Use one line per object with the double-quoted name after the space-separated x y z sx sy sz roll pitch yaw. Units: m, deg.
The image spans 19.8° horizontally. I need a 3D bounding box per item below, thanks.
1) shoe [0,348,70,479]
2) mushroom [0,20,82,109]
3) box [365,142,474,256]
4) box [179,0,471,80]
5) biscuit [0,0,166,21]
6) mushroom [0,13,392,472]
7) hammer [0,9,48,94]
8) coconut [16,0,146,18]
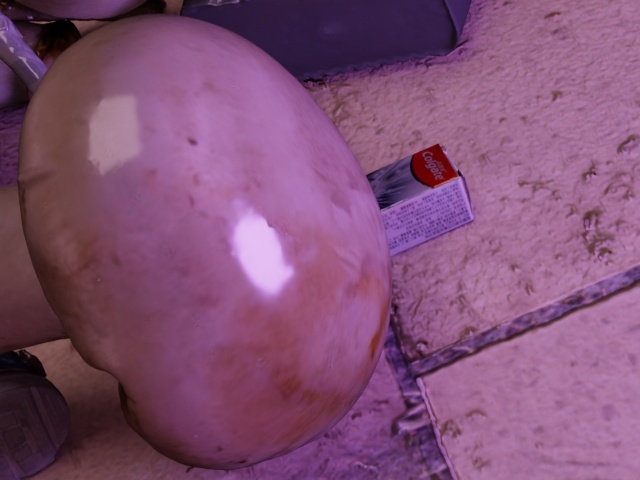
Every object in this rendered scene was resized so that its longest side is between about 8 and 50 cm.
-0.287 0.122 1.248 0.227 0.099 0.125 -20 43 -3 "shoe"
-0.359 -0.137 1.638 0.312 0.081 0.100 -12 19 15 "mushroom"
0.000 0.000 1.297 0.218 0.039 0.055 -24 34 -1 "box"
0.022 -0.227 1.509 0.274 0.138 0.178 -9 44 23 "box"
-0.253 -0.212 1.626 0.231 0.025 0.131 -1 15 -5 "biscuit"
-0.113 0.019 1.149 0.290 0.292 0.292 -23 34 22 "mushroom"
-0.233 -0.145 1.426 0.427 0.152 0.044 47 115 33 "hammer"
-0.201 -0.286 1.514 0.202 0.202 0.222 -33 4 -12 "coconut"
